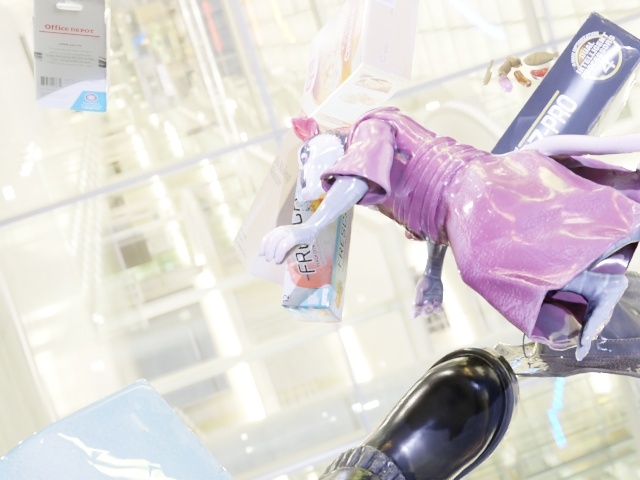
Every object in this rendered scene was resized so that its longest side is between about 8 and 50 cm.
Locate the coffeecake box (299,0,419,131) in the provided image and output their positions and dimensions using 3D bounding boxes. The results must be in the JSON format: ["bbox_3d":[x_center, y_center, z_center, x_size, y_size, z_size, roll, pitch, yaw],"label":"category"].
[{"bbox_3d":[0.047,-0.231,1.404,0.185,0.068,0.142,-38,-140,58],"label":"coffeecake box"}]

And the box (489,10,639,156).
[{"bbox_3d":[0.306,-0.114,1.526,0.097,0.318,0.395,35,3,11],"label":"box"}]

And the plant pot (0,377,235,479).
[{"bbox_3d":[-0.236,0.334,1.118,0.248,0.252,0.247,40,-50,37],"label":"plant pot"}]

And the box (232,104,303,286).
[{"bbox_3d":[-0.020,-0.082,1.896,0.311,0.121,0.148,-63,-156,13],"label":"box"}]

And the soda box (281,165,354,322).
[{"bbox_3d":[0.000,0.000,1.282,0.063,0.058,0.183,52,41,-64],"label":"soda box"}]

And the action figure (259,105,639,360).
[{"bbox_3d":[0.120,-0.050,1.005,0.370,0.276,0.248,31,7,26],"label":"action figure"}]

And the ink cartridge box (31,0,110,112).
[{"bbox_3d":[-0.353,-0.278,1.585,0.060,0.104,0.180,-93,-170,-54],"label":"ink cartridge box"}]

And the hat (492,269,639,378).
[{"bbox_3d":[0.380,0.105,1.506,0.331,0.331,0.134,-161,-109,-80],"label":"hat"}]

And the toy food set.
[{"bbox_3d":[0.334,-0.277,1.845,0.019,0.122,0.078,50,52,-45],"label":"toy food set"}]

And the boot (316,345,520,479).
[{"bbox_3d":[0.078,0.279,1.336,0.131,0.348,0.260,46,23,20],"label":"boot"}]
